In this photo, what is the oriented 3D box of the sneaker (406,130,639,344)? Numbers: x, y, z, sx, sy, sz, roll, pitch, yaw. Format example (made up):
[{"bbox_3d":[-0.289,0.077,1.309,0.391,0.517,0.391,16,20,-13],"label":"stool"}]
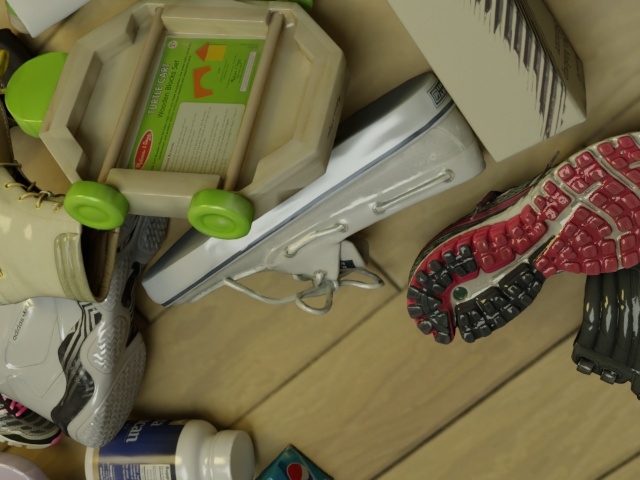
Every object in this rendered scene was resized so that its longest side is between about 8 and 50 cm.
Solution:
[{"bbox_3d":[0.208,-0.021,1.313,0.299,0.112,0.121,-27,109,13],"label":"sneaker"}]

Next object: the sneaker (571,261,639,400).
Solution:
[{"bbox_3d":[0.318,0.139,1.349,0.147,0.104,0.296,-3,106,22],"label":"sneaker"}]

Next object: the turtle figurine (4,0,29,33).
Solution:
[{"bbox_3d":[-0.262,-0.308,1.283,0.198,0.266,0.275,11,81,-9],"label":"turtle figurine"}]

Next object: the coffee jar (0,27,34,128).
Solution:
[{"bbox_3d":[-0.360,-0.133,1.462,0.184,0.079,0.096,-33,97,29],"label":"coffee jar"}]

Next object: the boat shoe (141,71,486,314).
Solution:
[{"bbox_3d":[0.003,-0.004,1.381,0.367,0.136,0.156,-33,103,18],"label":"boat shoe"}]

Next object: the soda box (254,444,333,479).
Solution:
[{"bbox_3d":[-0.078,0.323,1.578,0.067,0.071,0.210,39,120,-2],"label":"soda box"}]

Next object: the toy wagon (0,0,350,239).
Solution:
[{"bbox_3d":[-0.150,-0.130,1.303,0.344,0.267,0.068,4,150,18],"label":"toy wagon"}]

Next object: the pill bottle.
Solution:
[{"bbox_3d":[-0.162,0.242,1.557,0.169,0.094,0.094,-3,112,20],"label":"pill bottle"}]

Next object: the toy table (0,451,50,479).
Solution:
[{"bbox_3d":[-0.401,0.375,1.557,0.252,0.161,0.274,23,113,7],"label":"toy table"}]

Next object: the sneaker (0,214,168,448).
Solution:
[{"bbox_3d":[-0.284,0.030,1.477,0.210,0.137,0.366,16,115,13],"label":"sneaker"}]

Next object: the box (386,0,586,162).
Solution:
[{"bbox_3d":[0.121,-0.210,1.211,0.094,0.113,0.275,-26,120,24],"label":"box"}]

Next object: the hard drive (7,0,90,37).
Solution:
[{"bbox_3d":[-0.158,-0.330,1.128,0.307,0.040,0.203,-34,114,-3],"label":"hard drive"}]

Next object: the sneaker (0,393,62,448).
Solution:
[{"bbox_3d":[-0.361,0.169,1.608,0.170,0.063,0.075,34,126,7],"label":"sneaker"}]

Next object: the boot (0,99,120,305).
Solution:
[{"bbox_3d":[-0.272,-0.043,1.353,0.165,0.077,0.213,-2,94,31],"label":"boot"}]
